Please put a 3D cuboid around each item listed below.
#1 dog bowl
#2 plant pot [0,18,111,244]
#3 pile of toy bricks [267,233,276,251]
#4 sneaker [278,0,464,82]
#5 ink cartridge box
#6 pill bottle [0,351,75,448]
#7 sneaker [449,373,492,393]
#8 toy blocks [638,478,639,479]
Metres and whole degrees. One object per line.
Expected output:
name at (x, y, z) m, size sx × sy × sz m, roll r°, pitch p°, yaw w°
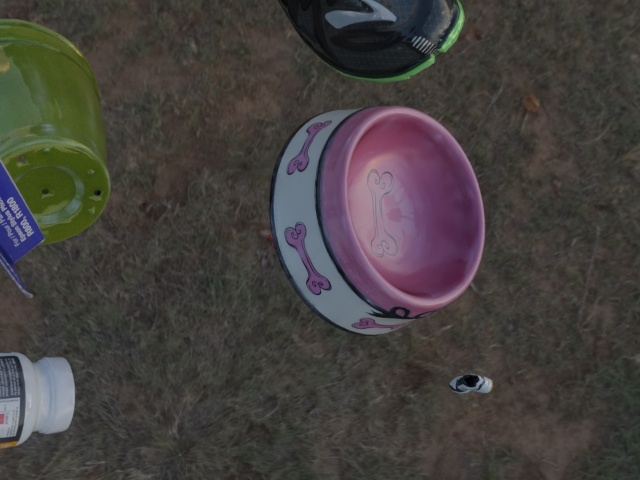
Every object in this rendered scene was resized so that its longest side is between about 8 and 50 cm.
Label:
dog bowl at (0.119, -0.046, 1.172) m, size 0.407 × 0.150 × 0.408 m, roll 9°, pitch 75°, yaw -36°
plant pot at (-0.575, -0.186, 1.342) m, size 0.366 × 0.367 × 0.353 m, roll -22°, pitch 48°, yaw -17°
pile of toy bricks at (0.000, 0.000, 1.308) m, size 0.212 × 0.118 × 0.105 m, roll -29°, pitch 94°, yaw -59°
sneaker at (-0.025, -0.374, 0.846) m, size 0.185 × 0.202 × 0.483 m, roll -47°, pitch 70°, yaw 14°
ink cartridge box at (-0.311, -0.091, 0.582) m, size 0.045 × 0.223 × 0.224 m, roll -31°, pitch 54°, yaw -19°
pill bottle at (-0.565, 0.266, 1.130) m, size 0.278 × 0.162 × 0.162 m, roll 4°, pitch 70°, yaw -39°
sneaker at (0.235, 0.226, 1.103) m, size 0.037 × 0.083 × 0.032 m, roll 30°, pitch 61°, yaw -30°
toy blocks at (0.565, 0.468, 0.831) m, size 0.308 × 0.260 × 0.289 m, roll 24°, pitch 72°, yaw -22°
